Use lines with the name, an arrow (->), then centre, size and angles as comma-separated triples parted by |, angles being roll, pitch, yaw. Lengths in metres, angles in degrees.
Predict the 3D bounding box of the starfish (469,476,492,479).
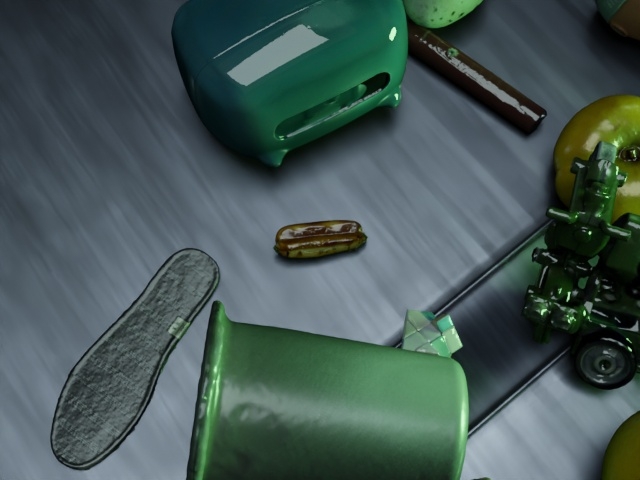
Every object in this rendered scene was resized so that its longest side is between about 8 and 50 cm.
starfish -> 0.091, 0.368, 1.084 | 0.303, 0.312, 0.113 | 38, 30, 1

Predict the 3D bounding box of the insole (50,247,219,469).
insole -> -0.228, 0.140, 1.286 | 0.110, 0.012, 0.309 | 33, 74, 13

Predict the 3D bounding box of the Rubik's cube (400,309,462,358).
Rubik's cube -> 0.134, 0.123, 1.256 | 0.073, 0.075, 0.084 | 10, 69, 7

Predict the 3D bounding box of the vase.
vase -> 0.004, 0.200, 1.165 | 0.291, 0.245, 0.244 | 8, 70, -7

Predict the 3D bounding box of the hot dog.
hot dog -> 0.000, 0.000, 1.326 | 0.122, 0.037, 0.049 | -3, 58, -7

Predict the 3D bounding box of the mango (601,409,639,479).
mango -> 0.477, 0.314, 1.126 | 0.365, 0.182, 0.253 | 38, 73, 14

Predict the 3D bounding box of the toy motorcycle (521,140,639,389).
toy motorcycle -> 0.348, 0.036, 1.226 | 0.205, 0.127, 0.275 | 17, 112, 8

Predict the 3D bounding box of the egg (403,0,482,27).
egg -> 0.165, -0.361, 1.404 | 0.131, 0.131, 0.164 | 29, 68, 10

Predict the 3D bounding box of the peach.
peach -> 0.379, -0.098, 1.322 | 0.179, 0.103, 0.179 | -1, 71, 2

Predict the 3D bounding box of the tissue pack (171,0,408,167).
tissue pack -> -0.028, -0.234, 1.323 | 0.288, 0.198, 0.206 | -28, 70, -12

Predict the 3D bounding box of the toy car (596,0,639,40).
toy car -> 0.516, -0.348, 1.382 | 0.271, 0.180, 0.212 | -38, 84, -13

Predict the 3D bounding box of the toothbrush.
toothbrush -> 0.150, -0.261, 1.417 | 0.364, 0.041, 0.041 | 38, 74, 13
